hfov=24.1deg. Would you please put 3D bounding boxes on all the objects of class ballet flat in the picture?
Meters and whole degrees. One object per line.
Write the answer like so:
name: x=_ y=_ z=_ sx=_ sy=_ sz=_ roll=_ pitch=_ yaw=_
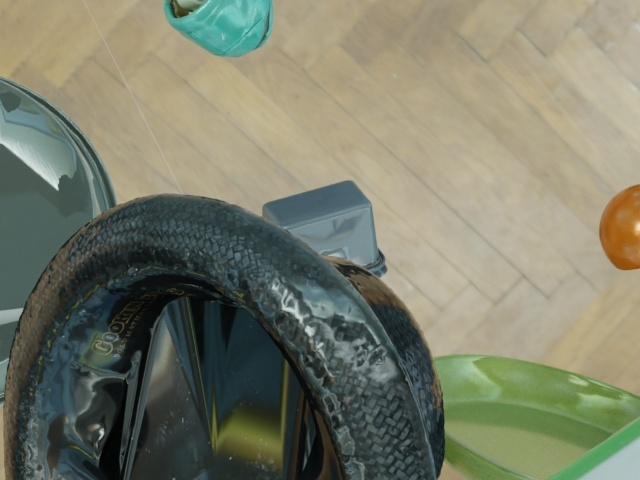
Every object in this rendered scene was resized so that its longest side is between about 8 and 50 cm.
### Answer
ballet flat: x=-0.078 y=-0.255 z=1.067 sx=0.087 sy=0.083 sz=0.247 roll=8 pitch=77 yaw=-49

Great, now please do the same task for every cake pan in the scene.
cake pan: x=-0.302 y=-0.008 z=1.170 sx=0.293 sy=0.054 sz=0.293 roll=2 pitch=74 yaw=-8

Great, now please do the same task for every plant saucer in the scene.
plant saucer: x=0.168 y=0.142 z=1.024 sx=0.241 sy=0.241 sz=0.037 roll=9 pitch=106 yaw=-16

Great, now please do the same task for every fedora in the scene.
fedora: x=-0.029 y=0.126 z=0.836 sx=0.152 sy=0.334 sz=0.334 roll=-20 pitch=118 yaw=-48

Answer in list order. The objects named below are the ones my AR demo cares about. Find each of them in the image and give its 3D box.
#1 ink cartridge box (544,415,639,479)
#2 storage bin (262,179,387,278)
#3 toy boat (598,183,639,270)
ink cartridge box: x=0.073 y=0.212 z=0.400 sx=0.211 sy=0.121 sz=0.289 roll=-31 pitch=133 yaw=-18
storage bin: x=0.000 y=0.000 z=1.582 sx=0.135 sy=0.098 sz=0.091 roll=-17 pitch=128 yaw=-17
toy boat: x=0.239 y=-0.014 z=0.894 sx=0.151 sy=0.231 sz=0.151 roll=-16 pitch=155 yaw=28
